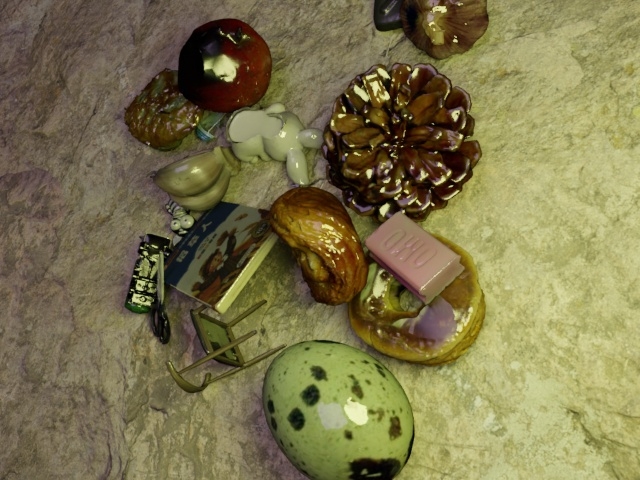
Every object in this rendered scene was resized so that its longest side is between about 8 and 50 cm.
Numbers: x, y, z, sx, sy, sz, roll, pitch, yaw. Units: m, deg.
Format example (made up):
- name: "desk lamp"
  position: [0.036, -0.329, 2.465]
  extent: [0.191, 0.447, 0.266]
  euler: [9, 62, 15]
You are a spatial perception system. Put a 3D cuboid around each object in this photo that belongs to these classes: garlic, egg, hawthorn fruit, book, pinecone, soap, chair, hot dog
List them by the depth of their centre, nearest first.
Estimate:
- name: "egg"
  position: [0.032, 0.368, 1.255]
  extent: [0.288, 0.287, 0.379]
  euler: [-50, 53, 2]
- name: "soap"
  position: [0.203, 0.034, 1.269]
  extent: [0.122, 0.065, 0.203]
  euler: [-41, 49, -7]
- name: "hot dog"
  position: [0.000, 0.000, 1.347]
  extent: [0.174, 0.267, 0.387]
  euler: [-25, 16, 3]
- name: "pinecone"
  position: [0.192, -0.247, 1.386]
  extent: [0.397, 0.397, 0.398]
  euler: [-10, 66, 25]
- name: "chair"
  position: [-0.264, 0.263, 1.519]
  extent: [0.272, 0.188, 0.166]
  euler: [-34, 58, 9]
- name: "garlic"
  position: [0.319, -0.601, 1.522]
  extent: [0.244, 0.160, 0.245]
  euler: [16, 122, 26]
- name: "book"
  position: [-0.282, 0.027, 1.582]
  extent: [0.428, 0.039, 0.300]
  euler: [13, 63, 53]
- name: "garlic"
  position: [-0.383, -0.205, 1.729]
  extent: [0.291, 0.210, 0.237]
  euler: [-24, 48, 0]
- name: "hawthorn fruit"
  position: [-0.299, -0.529, 1.768]
  extent: [0.315, 0.316, 0.316]
  euler: [-10, 66, 25]

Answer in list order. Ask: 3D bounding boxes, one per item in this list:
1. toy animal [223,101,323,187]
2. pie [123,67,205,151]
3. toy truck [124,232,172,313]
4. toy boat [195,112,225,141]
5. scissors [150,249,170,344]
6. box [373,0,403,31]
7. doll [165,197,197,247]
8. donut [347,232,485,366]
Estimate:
- name: "toy animal"
  position: [-0.136, -0.292, 1.685]
  extent: [0.325, 0.154, 0.208]
  euler: [36, 96, 29]
- name: "pie"
  position: [-0.521, -0.448, 1.979]
  extent: [0.354, 0.103, 0.288]
  euler: [17, 80, 32]
- name: "toy truck"
  position: [-0.532, 0.104, 1.767]
  extent: [0.125, 0.101, 0.243]
  euler: [-19, 57, 63]
- name: "toy boat"
  position: [-0.367, -0.400, 1.918]
  extent: [0.105, 0.034, 0.149]
  euler: [19, 81, 31]
- name: "scissors"
  position: [-0.460, 0.162, 1.653]
  extent: [0.109, 0.022, 0.300]
  euler: [32, 126, 41]
- name: "box"
  position: [0.297, -0.761, 1.680]
  extent: [0.290, 0.073, 0.289]
  euler: [-2, 70, 27]
- name: "doll"
  position: [-0.439, -0.081, 1.813]
  extent: [0.091, 0.067, 0.219]
  euler: [-17, 64, 0]
- name: "donut"
  position: [0.221, 0.143, 1.332]
  extent: [0.330, 0.160, 0.330]
  euler: [-15, 53, 20]
